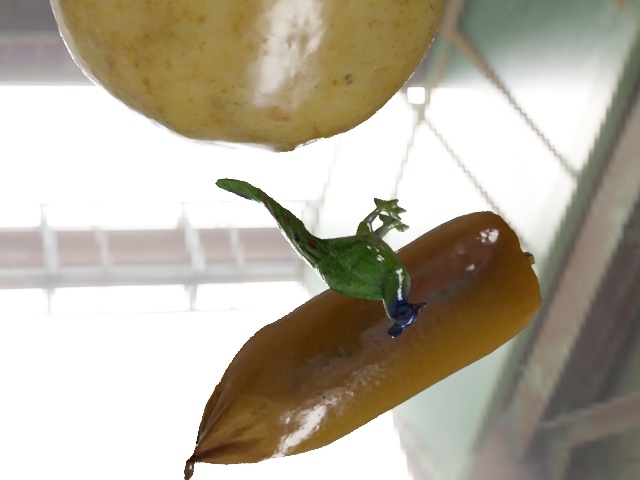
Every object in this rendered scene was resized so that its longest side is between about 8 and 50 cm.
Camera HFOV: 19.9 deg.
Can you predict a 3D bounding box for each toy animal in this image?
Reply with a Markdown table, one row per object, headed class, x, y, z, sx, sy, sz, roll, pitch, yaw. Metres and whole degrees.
| class | x | y | z | sx | sy | sz | roll | pitch | yaw |
| --- | --- | --- | --- | --- | --- | --- | --- | --- | --- |
| toy animal | 0.014 | -0.009 | 1.272 | 0.217 | 0.075 | 0.041 | 40 | -19 | 39 |

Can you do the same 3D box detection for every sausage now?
| class | x | y | z | sx | sy | sz | roll | pitch | yaw |
| --- | --- | --- | --- | --- | --- | --- | --- | --- | --- |
| sausage | 0.026 | 0.090 | 1.451 | 0.112 | 0.328 | 0.112 | 57 | -11 | 18 |

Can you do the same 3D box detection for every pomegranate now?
| class | x | y | z | sx | sy | sz | roll | pitch | yaw |
| --- | --- | --- | --- | --- | --- | --- | --- | --- | --- |
| pomegranate | -0.045 | -0.182 | 1.141 | 0.260 | 0.260 | 0.260 | 179 | -90 | -73 |
